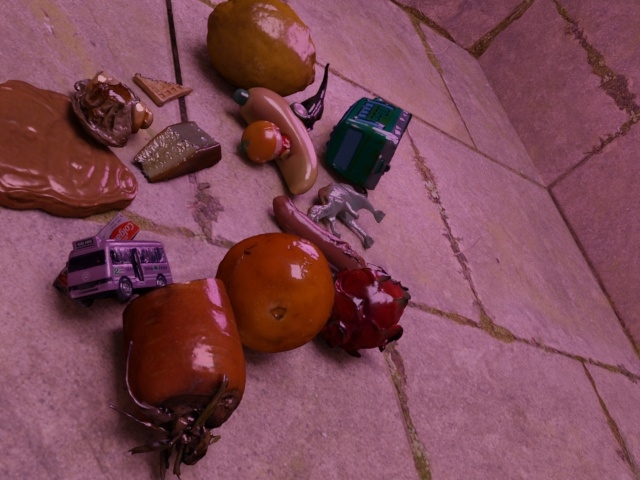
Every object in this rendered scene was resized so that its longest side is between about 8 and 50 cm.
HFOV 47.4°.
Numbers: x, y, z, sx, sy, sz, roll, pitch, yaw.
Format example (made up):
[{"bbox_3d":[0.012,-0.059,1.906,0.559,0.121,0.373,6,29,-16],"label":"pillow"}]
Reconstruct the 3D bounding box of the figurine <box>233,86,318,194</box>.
[{"bbox_3d":[-0.117,-0.261,1.896,0.222,0.124,0.325,1,58,-49],"label":"figurine"}]

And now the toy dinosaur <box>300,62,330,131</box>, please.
[{"bbox_3d":[-0.008,-0.394,2.116,0.087,0.179,0.187,34,36,-18],"label":"toy dinosaur"}]

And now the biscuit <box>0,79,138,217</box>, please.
[{"bbox_3d":[-0.516,-0.178,1.390,0.351,0.057,0.312,14,46,-42],"label":"biscuit"}]

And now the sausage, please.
[{"bbox_3d":[-0.001,0.000,1.787,0.304,0.078,0.078,38,33,-12],"label":"sausage"}]

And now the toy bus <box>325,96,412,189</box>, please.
[{"bbox_3d":[0.141,-0.304,2.176,0.199,0.184,0.343,26,28,2],"label":"toy bus"}]

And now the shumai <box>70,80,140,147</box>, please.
[{"bbox_3d":[-0.413,-0.261,1.444,0.145,0.116,0.146,40,25,-23],"label":"shumai"}]

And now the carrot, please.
[{"bbox_3d":[-0.221,0.201,1.180,0.214,0.193,0.331,57,14,-57],"label":"carrot"}]

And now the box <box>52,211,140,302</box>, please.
[{"bbox_3d":[-0.399,0.026,1.315,0.055,0.039,0.218,40,32,-9],"label":"box"}]

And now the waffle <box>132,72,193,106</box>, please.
[{"bbox_3d":[-0.386,-0.386,1.804,0.097,0.023,0.152,47,33,-1],"label":"waffle"}]

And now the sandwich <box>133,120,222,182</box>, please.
[{"bbox_3d":[-0.304,-0.206,1.643,0.094,0.096,0.258,44,29,6],"label":"sandwich"}]

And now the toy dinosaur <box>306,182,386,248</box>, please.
[{"bbox_3d":[0.089,-0.094,1.993,0.205,0.092,0.393,38,35,-5],"label":"toy dinosaur"}]

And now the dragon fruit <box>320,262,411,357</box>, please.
[{"bbox_3d":[0.100,0.149,1.615,0.273,0.193,0.192,-16,70,-25],"label":"dragon fruit"}]

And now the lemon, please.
[{"bbox_3d":[-0.159,-0.528,2.007,0.316,0.285,0.285,49,31,-8],"label":"lemon"}]

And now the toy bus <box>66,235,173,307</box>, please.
[{"bbox_3d":[-0.340,0.050,1.243,0.199,0.096,0.108,3,75,-72],"label":"toy bus"}]

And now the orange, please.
[{"bbox_3d":[-0.090,0.099,1.421,0.240,0.240,0.240,30,35,-24],"label":"orange"}]

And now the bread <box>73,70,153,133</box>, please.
[{"bbox_3d":[-0.442,-0.295,1.561,0.177,0.084,0.119,37,-8,-18],"label":"bread"}]
